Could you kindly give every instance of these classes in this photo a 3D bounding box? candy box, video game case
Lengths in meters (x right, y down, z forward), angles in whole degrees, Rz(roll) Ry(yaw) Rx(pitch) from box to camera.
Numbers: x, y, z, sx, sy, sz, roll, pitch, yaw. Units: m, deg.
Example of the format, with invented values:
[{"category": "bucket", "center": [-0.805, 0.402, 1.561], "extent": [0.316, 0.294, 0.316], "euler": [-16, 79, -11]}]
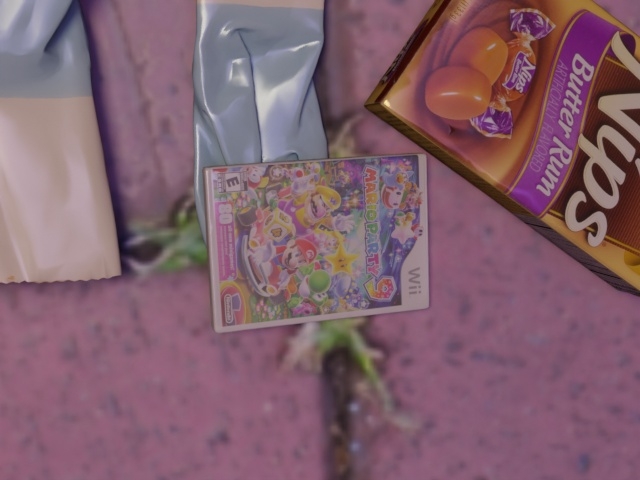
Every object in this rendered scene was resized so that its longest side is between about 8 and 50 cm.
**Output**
[{"category": "candy box", "center": [0.131, -0.063, 0.511], "extent": [0.187, 0.053, 0.109], "euler": [34, 90, -11]}, {"category": "video game case", "center": [0.000, 0.000, 0.508], "extent": [0.122, 0.011, 0.087], "euler": [-5, 100, -17]}]

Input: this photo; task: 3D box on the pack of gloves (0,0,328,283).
[{"category": "pack of gloves", "center": [-0.090, -0.098, 0.494], "extent": [0.195, 0.046, 0.232], "euler": [-2, 99, -19]}]
